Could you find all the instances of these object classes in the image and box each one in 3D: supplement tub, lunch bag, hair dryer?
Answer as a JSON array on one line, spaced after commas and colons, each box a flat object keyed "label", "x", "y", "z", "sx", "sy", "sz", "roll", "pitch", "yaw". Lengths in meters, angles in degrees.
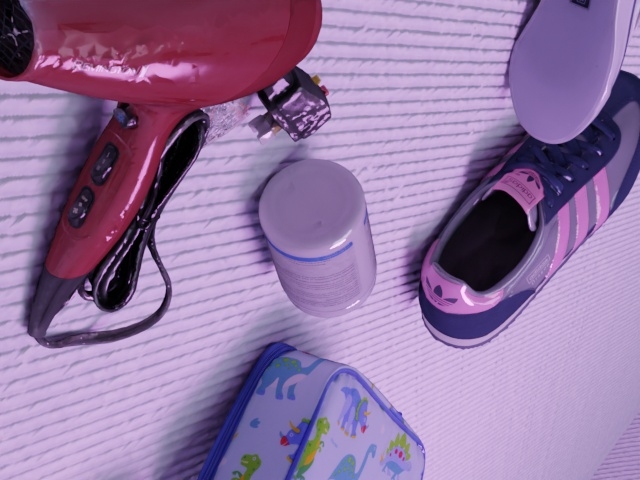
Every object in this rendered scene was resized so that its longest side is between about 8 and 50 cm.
[{"label": "supplement tub", "x": 0.000, "y": 0.000, "z": 0.880, "sx": 0.071, "sy": 0.071, "sz": 0.107, "roll": -49, "pitch": 157, "yaw": -19}, {"label": "lunch bag", "x": -0.003, "y": 0.191, "z": 1.033, "sx": 0.176, "sy": 0.090, "sz": 0.219, "roll": -65, "pitch": 146, "yaw": -18}, {"label": "hair dryer", "x": -0.078, "y": -0.047, "z": 0.641, "sx": 0.224, "sy": 0.080, "sz": 0.293, "roll": -52, "pitch": 157, "yaw": -11}]

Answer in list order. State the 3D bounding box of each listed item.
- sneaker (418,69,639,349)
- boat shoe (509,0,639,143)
[{"label": "sneaker", "x": 0.205, "y": -0.045, "z": 1.194, "sx": 0.319, "sy": 0.112, "sz": 0.131, "roll": -54, "pitch": 161, "yaw": -12}, {"label": "boat shoe", "x": 0.228, "y": -0.196, "z": 1.063, "sx": 0.084, "sy": 0.095, "sz": 0.258, "roll": -30, "pitch": 147, "yaw": -41}]
